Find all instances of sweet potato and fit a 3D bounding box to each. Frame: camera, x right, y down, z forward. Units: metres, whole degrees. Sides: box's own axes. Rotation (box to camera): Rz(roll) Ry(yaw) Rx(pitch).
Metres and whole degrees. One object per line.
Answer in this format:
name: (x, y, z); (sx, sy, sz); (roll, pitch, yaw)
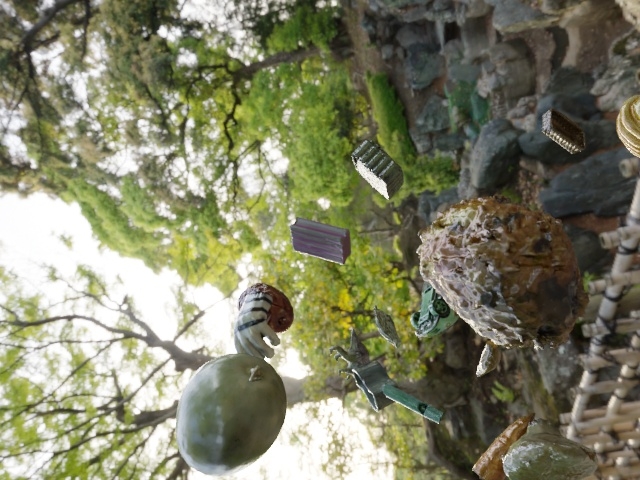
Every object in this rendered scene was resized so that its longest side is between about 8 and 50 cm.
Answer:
sweet potato: (0.670, 0.474, 1.958); (0.077, 0.077, 0.244); (-93, -2, -46)

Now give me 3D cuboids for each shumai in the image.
shumai: (0.497, 0.456, 1.087); (0.120, 0.201, 0.201); (-85, -18, -44)

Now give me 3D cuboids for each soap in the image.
soap: (0.000, 0.000, 1.690); (0.066, 0.202, 0.122); (-56, -28, -40)

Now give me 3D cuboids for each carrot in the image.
carrot: (0.455, 0.496, 1.192); (0.072, 0.205, 0.072); (41, 175, 4)

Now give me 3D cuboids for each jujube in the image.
jujube: (-0.192, 0.239, 1.718); (0.250, 0.174, 0.174); (28, 139, 55)

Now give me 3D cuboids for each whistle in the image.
whistle: (0.269, 0.478, 1.462); (0.039, 0.186, 0.039); (-43, -35, -41)

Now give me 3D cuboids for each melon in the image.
melon: (-0.213, 0.408, 1.174); (0.272, 0.308, 0.272); (44, -177, -3)

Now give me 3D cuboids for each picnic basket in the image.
picnic basket: (0.885, -0.396, 1.806); (0.055, 0.193, 0.110); (-35, 34, 55)

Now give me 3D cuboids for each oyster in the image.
oyster: (0.262, 0.344, 1.992); (0.177, 0.064, 0.125); (55, -160, -22)

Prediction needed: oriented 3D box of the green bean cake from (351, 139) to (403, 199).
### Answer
green bean cake: (0.201, -0.246, 1.700); (0.173, 0.094, 0.181); (46, 179, 20)

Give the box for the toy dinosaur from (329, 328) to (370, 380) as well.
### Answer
toy dinosaur: (0.145, 0.536, 2.202); (0.077, 0.162, 0.294); (-93, -16, -62)

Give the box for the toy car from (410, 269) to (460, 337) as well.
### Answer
toy car: (0.371, 0.160, 1.504); (0.136, 0.125, 0.306); (-54, 13, 56)

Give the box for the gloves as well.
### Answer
gloves: (-0.203, 0.273, 1.490); (0.131, 0.139, 0.219); (45, -132, -43)

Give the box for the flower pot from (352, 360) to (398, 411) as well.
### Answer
flower pot: (0.219, 0.568, 1.952); (0.229, 0.108, 0.103); (-136, 29, -64)

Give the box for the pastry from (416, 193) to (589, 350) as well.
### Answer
pastry: (0.428, 0.064, 1.148); (0.405, 0.292, 0.337); (47, 170, 9)

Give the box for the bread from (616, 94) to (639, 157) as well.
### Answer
bread: (0.971, -0.332, 1.487); (0.311, 0.121, 0.173); (7, -134, -55)
